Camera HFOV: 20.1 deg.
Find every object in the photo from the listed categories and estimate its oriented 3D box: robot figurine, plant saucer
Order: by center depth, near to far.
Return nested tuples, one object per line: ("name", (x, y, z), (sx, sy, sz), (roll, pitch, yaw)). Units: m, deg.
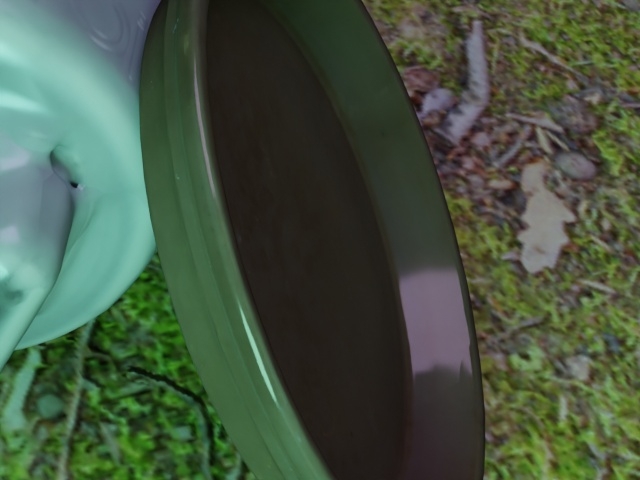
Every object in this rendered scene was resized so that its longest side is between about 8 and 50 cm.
("plant saucer", (0.000, 0.000, 0.730), (0.041, 0.278, 0.278), (-15, 41, 19))
("robot figurine", (-0.150, -0.094, 0.755), (0.300, 0.200, 0.353), (24, 41, -20))
